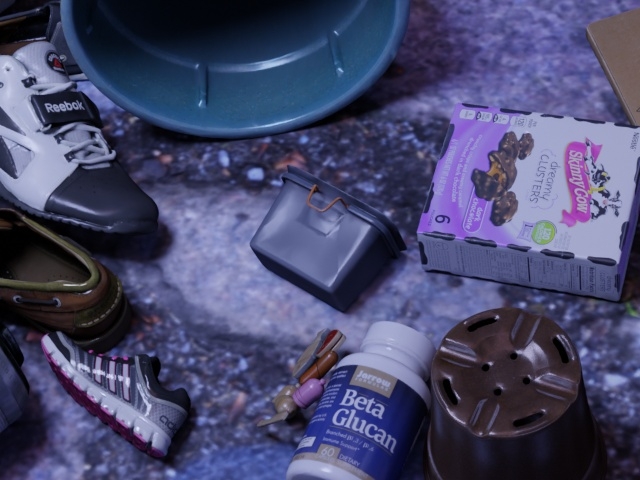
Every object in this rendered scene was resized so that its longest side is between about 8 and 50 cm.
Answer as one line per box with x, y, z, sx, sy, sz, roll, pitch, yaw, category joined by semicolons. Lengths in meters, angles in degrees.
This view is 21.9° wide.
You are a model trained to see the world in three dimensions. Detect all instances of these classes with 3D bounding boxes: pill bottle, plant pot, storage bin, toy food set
0.043;0.160;1.483;0.094;0.094;0.169;15;60;19;pill bottle
-0.095;-0.343;1.720;0.341;0.341;0.334;-9;50;4;plant pot
0.000;0.000;1.608;0.135;0.098;0.091;28;75;26;storage bin
0.163;0.151;1.427;0.167;0.165;0.167;-5;54;7;plant pot
-0.009;0.128;1.536;0.019;0.078;0.122;42;62;-12;toy food set

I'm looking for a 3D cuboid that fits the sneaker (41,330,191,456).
-0.190;0.131;1.565;0.170;0.063;0.075;35;68;23;sneaker

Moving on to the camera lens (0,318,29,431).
-0.422;0.136;1.505;0.274;0.219;0.219;-38;58;-15;camera lens

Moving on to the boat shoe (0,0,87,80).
-0.272;-0.226;1.814;0.233;0.079;0.084;-15;55;-3;boat shoe

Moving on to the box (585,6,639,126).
0.384;-0.170;1.695;0.164;0.021;0.201;-17;55;-2;box

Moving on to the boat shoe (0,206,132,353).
-0.325;0.007;1.646;0.307;0.104;0.111;18;61;21;boat shoe

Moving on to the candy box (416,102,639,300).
0.210;-0.040;1.606;0.196;0.070;0.165;9;58;16;candy box

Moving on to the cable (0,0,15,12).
-0.391;-0.236;1.774;0.139;0.072;0.287;-28;23;37;cable

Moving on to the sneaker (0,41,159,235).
-0.285;-0.120;1.684;0.330;0.122;0.146;31;108;25;sneaker
